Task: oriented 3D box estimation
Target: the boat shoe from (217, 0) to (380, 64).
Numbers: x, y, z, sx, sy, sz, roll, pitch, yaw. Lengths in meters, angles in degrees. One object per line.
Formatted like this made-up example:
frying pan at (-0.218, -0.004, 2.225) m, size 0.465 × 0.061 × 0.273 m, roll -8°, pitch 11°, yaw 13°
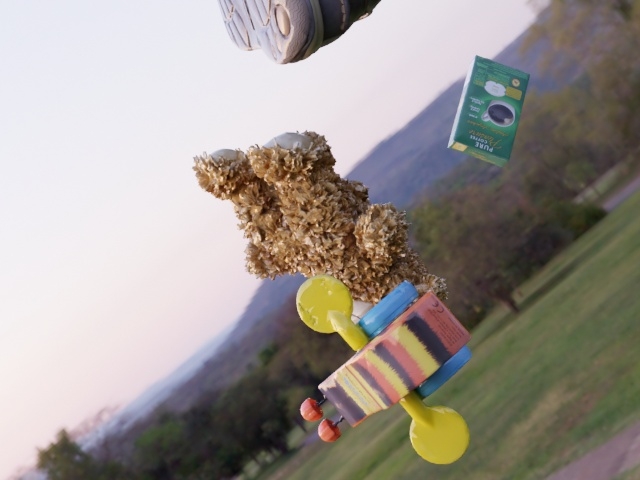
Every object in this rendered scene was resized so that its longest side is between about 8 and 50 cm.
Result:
boat shoe at (-0.030, -0.262, 1.077) m, size 0.130 × 0.132 × 0.355 m, roll -19°, pitch 29°, yaw -11°

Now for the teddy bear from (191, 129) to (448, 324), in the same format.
teddy bear at (0.000, 0.000, 1.191) m, size 0.245 × 0.338 × 0.113 m, roll -2°, pitch 54°, yaw 22°

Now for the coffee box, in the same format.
coffee box at (0.307, -0.236, 1.932) m, size 0.040 × 0.113 × 0.184 m, roll 131°, pitch 156°, yaw -70°

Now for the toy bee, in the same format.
toy bee at (0.059, 0.130, 0.979) m, size 0.162 × 0.195 × 0.298 m, roll -42°, pitch -26°, yaw -3°
